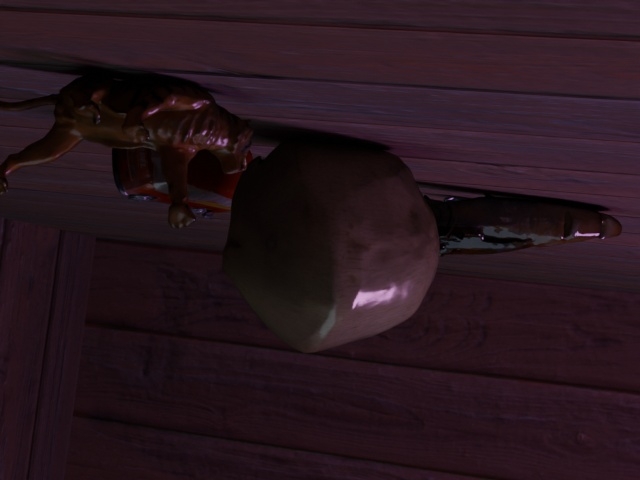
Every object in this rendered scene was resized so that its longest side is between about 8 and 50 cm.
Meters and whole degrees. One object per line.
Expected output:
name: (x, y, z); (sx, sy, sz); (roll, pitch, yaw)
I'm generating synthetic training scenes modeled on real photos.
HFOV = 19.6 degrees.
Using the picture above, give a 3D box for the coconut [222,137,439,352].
coconut: (0.000, 0.000, 1.795); (0.224, 0.224, 0.224); (7, 177, 0)

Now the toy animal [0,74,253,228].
toy animal: (-0.188, -0.100, 1.518); (0.255, 0.114, 0.116); (11, -140, 10)

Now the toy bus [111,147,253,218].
toy bus: (-0.137, -0.073, 1.894); (0.077, 0.079, 0.174); (-5, 171, 30)

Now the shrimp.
shrimp: (0.203, -0.023, 2.166); (0.289, 0.075, 0.178); (-6, 180, -4)
